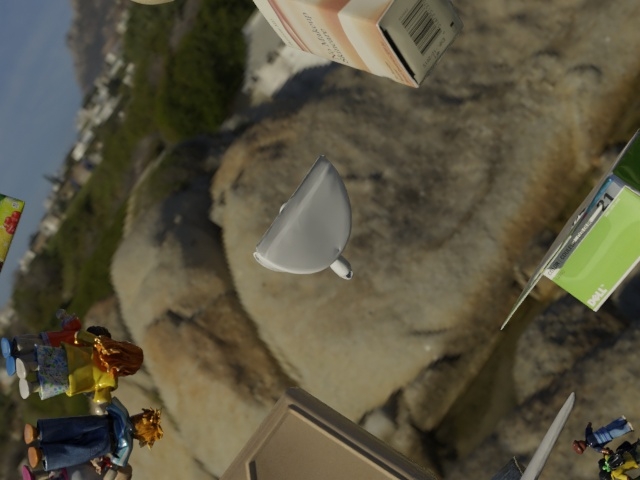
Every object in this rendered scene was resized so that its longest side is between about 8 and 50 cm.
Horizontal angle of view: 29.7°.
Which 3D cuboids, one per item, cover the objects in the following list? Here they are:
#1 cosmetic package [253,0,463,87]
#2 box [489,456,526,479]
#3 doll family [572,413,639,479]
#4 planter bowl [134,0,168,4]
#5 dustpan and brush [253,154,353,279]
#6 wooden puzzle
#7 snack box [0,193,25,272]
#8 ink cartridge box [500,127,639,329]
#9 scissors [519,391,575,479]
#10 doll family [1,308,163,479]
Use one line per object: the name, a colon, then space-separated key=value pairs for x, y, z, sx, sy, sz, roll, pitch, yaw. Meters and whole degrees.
cosmetic package: x=0.047 y=-0.351 z=1.809 sx=0.296 sy=0.153 sz=0.129 roll=26 pitch=74 yaw=44
box: x=0.214 y=0.355 z=1.425 sx=0.156 sy=0.093 sz=0.158 roll=-46 pitch=1 yaw=3
doll family: x=0.524 y=0.384 z=2.131 sx=0.111 sy=0.076 sz=0.193 roll=-30 pitch=21 yaw=1
planter bowl: x=-0.285 y=-0.452 z=1.945 sx=0.162 sy=0.162 sz=0.109 roll=-52 pitch=4 yaw=27
dustpan and brush: x=0.000 y=0.000 z=1.482 sx=0.060 sy=0.211 sz=0.147 roll=24 pitch=75 yaw=46
wooden puzzle: x=-0.010 y=0.319 z=1.450 sx=0.239 sy=0.221 sz=0.044 roll=-50 pitch=-18 yaw=-27
snack box: x=-0.658 y=0.001 z=2.208 sx=0.070 sy=0.174 sz=0.207 roll=148 pitch=141 yaw=-71
ink cartridge box: x=0.337 y=0.008 z=1.450 sx=0.255 sy=0.097 sz=0.189 roll=-48 pitch=-10 yaw=-44
scissors: x=0.153 y=0.272 z=1.090 sx=0.297 sy=0.021 sz=0.109 roll=-64 pitch=10 yaw=-24
doll family: x=-0.279 y=0.208 z=1.471 sx=0.118 sy=0.163 sz=0.263 roll=-19 pitch=80 yaw=59
